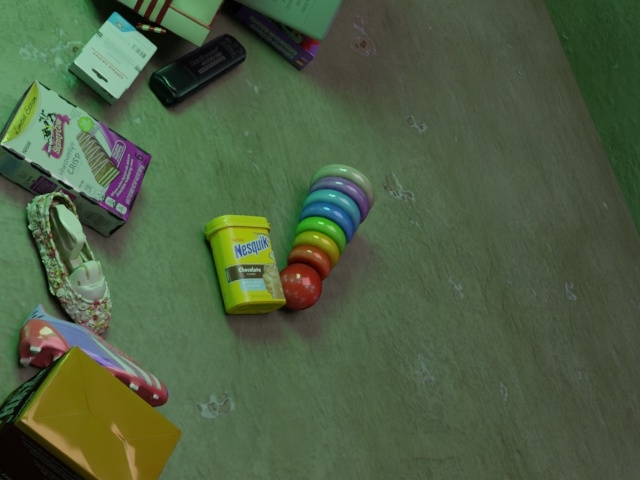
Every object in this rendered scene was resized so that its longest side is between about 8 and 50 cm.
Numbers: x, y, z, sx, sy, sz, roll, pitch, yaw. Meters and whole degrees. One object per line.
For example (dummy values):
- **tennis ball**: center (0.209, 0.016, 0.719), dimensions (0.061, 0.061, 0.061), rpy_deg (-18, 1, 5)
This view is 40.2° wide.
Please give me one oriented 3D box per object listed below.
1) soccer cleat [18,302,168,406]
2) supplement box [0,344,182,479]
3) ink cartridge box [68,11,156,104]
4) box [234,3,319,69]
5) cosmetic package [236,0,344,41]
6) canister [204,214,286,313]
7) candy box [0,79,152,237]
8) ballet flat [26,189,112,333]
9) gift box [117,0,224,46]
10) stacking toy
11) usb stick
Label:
- **soccer cleat**: center (-0.333, 0.178, 1.319), dimensions (0.248, 0.083, 0.095), rpy_deg (28, 43, -26)
- **supplement box**: center (-0.331, 0.274, 1.165), dimensions (0.191, 0.194, 0.129), rpy_deg (43, 42, -16)
- **ink cartridge box**: center (-0.387, -0.325, 1.605), dimensions (0.104, 0.060, 0.180), rpy_deg (41, 42, -19)
- **box**: center (-0.076, -0.563, 2.072), dimensions (0.201, 0.057, 0.293), rpy_deg (36, 44, -21)
- **cosmetic package**: center (-0.076, -0.711, 1.887), dimensions (0.393, 0.329, 0.327), rpy_deg (25, 46, -8)
- **canister**: center (-0.135, 0.046, 1.605), dimensions (0.126, 0.073, 0.170), rpy_deg (2, 65, -44)
- **candy box**: center (-0.410, -0.134, 1.449), dimensions (0.233, 0.071, 0.159), rpy_deg (33, 46, -25)
- **ballet flat**: center (-0.386, 0.030, 1.362), dimensions (0.091, 0.077, 0.241), rpy_deg (-22, 82, -50)
- **gift box**: center (-0.285, -0.554, 1.687), dimensions (0.276, 0.258, 0.255), rpy_deg (29, 30, -8)
- **stacking toy**: center (0.000, 0.000, 1.731), dimensions (0.141, 0.141, 0.330), rpy_deg (41, 46, -18)
- **usb stick**: center (-0.244, -0.351, 1.778), dimensions (0.077, 0.045, 0.278), rpy_deg (46, 41, -2)
